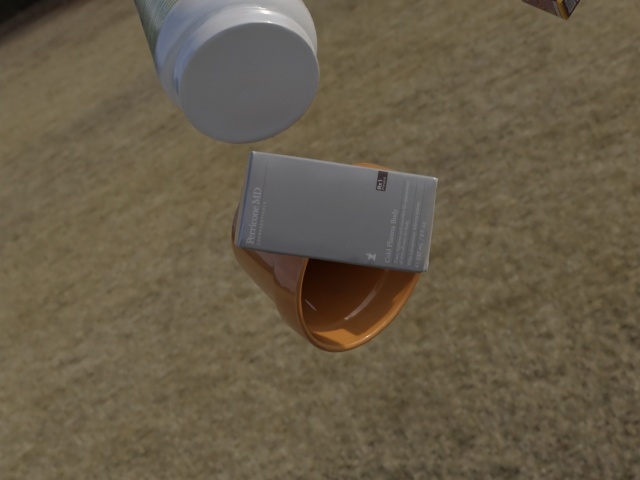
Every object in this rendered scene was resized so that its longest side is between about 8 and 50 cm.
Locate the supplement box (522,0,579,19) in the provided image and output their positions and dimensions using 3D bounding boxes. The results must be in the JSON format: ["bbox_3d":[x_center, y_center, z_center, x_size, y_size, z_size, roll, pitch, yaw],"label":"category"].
[{"bbox_3d":[0.337,-0.370,1.727,0.083,0.055,0.043,31,86,28],"label":"supplement box"}]

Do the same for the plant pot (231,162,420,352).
[{"bbox_3d":[0.000,0.000,1.789,0.203,0.291,0.291,27,55,37],"label":"plant pot"}]

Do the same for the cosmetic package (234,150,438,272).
[{"bbox_3d":[0.016,-0.036,1.462,0.238,0.127,0.107,6,2,-10],"label":"cosmetic package"}]

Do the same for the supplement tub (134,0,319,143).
[{"bbox_3d":[-0.139,-0.315,1.702,0.235,0.235,0.325,-29,44,7],"label":"supplement tub"}]
